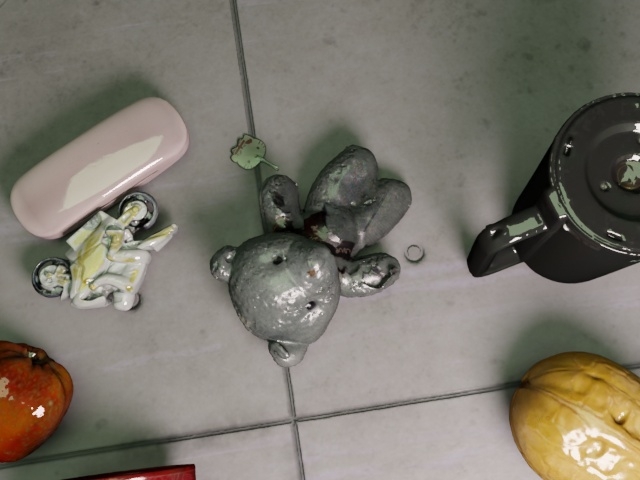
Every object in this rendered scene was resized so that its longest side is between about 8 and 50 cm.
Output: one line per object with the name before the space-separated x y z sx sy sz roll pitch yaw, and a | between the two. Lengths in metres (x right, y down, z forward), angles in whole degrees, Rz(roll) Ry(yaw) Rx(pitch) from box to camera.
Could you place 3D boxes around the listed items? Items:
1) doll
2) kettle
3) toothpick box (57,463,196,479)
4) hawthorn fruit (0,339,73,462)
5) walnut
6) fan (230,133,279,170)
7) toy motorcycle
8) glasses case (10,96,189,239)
doll | 0.000 0.001 1.159 0.246 0.158 0.340 46 79 -2
kettle | 0.358 -0.026 1.077 0.203 0.308 0.262 38 80 8
toothpick box | -0.251 0.475 1.036 0.204 0.204 0.333 -7 78 0
hawthorn fruit | -0.451 0.250 1.129 0.163 0.162 0.203 29 96 8
walnut | 0.369 0.257 1.076 0.226 0.193 0.193 41 82 10
fan | -0.103 -0.134 1.270 0.083 0.004 0.056 32 80 8
toy motorcycle | -0.319 0.033 1.205 0.229 0.074 0.151 -38 81 -8
glasses case | -0.343 -0.114 1.237 0.297 0.075 0.113 -34 79 -5
